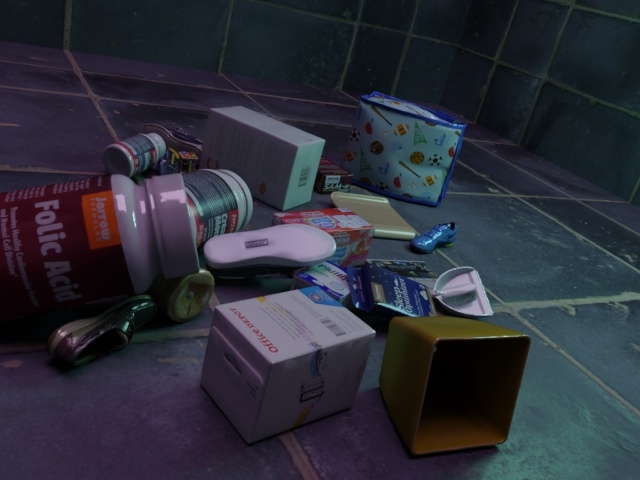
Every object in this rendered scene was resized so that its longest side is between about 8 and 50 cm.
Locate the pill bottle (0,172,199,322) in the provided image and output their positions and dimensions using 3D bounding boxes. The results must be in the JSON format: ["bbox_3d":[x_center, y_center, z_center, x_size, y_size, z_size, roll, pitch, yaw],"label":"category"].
[{"bbox_3d":[-0.424,0.005,1.113,0.392,0.224,0.224,-12,30,-12],"label":"pill bottle"}]

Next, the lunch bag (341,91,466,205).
[{"bbox_3d":[0.305,-0.330,2.289,0.385,0.328,0.239,20,26,15],"label":"lunch bag"}]

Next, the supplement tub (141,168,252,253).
[{"bbox_3d":[-0.306,-0.065,1.503,0.191,0.191,0.272,25,26,21],"label":"supplement tub"}]

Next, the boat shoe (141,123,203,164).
[{"bbox_3d":[-0.476,-0.327,2.093,0.254,0.095,0.079,20,24,17],"label":"boat shoe"}]

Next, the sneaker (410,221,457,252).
[{"bbox_3d":[0.349,-0.017,1.926,0.209,0.082,0.069,-13,38,-45],"label":"sneaker"}]

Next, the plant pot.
[{"bbox_3d":[0.221,0.240,1.155,0.212,0.212,0.187,2,14,-27],"label":"plant pot"}]

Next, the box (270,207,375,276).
[{"bbox_3d":[0.000,0.000,1.625,0.256,0.123,0.128,-7,32,-41],"label":"box"}]

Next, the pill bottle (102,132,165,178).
[{"bbox_3d":[-0.544,-0.256,1.858,0.107,0.108,0.180,22,33,16],"label":"pill bottle"}]

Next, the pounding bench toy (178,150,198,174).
[{"bbox_3d":[-0.414,-0.239,1.975,0.052,0.065,0.083,1,28,-29],"label":"pounding bench toy"}]

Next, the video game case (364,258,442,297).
[{"bbox_3d":[0.235,0.102,1.668,0.190,0.022,0.173,3,27,-24],"label":"video game case"}]

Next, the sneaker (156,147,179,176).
[{"bbox_3d":[-0.473,-0.223,1.931,0.053,0.059,0.144,40,28,-27],"label":"sneaker"}]

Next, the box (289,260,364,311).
[{"bbox_3d":[0.017,0.114,1.450,0.126,0.072,0.137,27,26,23],"label":"box"}]

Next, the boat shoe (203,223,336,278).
[{"bbox_3d":[-0.116,0.039,1.454,0.301,0.102,0.108,-7,56,-10],"label":"boat shoe"}]

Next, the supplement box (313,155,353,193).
[{"bbox_3d":[-0.012,-0.245,2.220,0.130,0.073,0.239,-6,31,-38],"label":"supplement box"}]

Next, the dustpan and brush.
[{"bbox_3d":[0.314,0.135,1.574,0.211,0.060,0.147,-11,54,-2],"label":"dustpan and brush"}]

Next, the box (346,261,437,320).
[{"bbox_3d":[0.168,0.129,1.444,0.225,0.036,0.136,21,36,-23],"label":"box"}]

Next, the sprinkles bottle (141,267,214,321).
[{"bbox_3d":[-0.383,0.036,1.321,0.355,0.121,0.121,30,28,29],"label":"sprinkles bottle"}]

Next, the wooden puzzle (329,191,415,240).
[{"bbox_3d":[0.160,-0.073,1.992,0.220,0.044,0.239,5,30,-22],"label":"wooden puzzle"}]

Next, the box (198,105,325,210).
[{"bbox_3d":[-0.190,-0.268,1.991,0.345,0.215,0.168,26,26,22],"label":"box"}]

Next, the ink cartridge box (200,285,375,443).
[{"bbox_3d":[-0.059,0.204,1.084,0.232,0.168,0.171,-7,31,-41],"label":"ink cartridge box"}]

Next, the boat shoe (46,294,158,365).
[{"bbox_3d":[-0.369,0.164,1.113,0.073,0.080,0.223,37,31,21],"label":"boat shoe"}]
